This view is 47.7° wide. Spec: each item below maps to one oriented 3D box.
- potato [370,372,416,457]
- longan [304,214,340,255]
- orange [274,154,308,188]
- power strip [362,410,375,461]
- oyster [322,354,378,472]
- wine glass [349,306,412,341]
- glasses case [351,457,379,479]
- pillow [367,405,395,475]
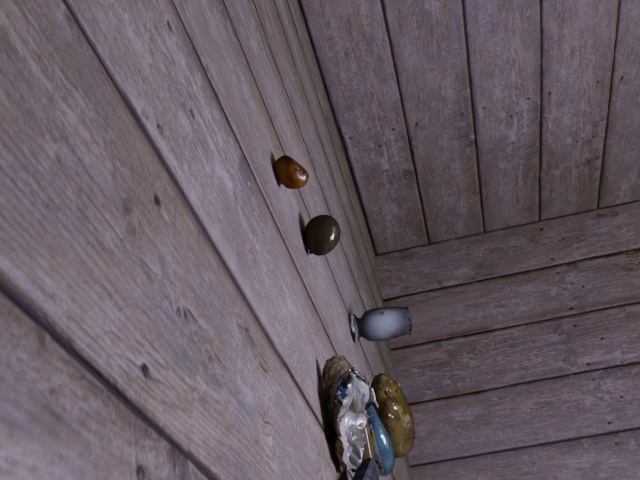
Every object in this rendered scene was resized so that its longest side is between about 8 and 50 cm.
[{"bbox_3d":[0.241,0.595,2.455,0.191,0.141,0.296,-58,133,-83],"label":"potato"},{"bbox_3d":[0.002,-0.011,1.845,0.113,0.092,0.113,-51,-153,38],"label":"longan"},{"bbox_3d":[-0.067,-0.150,1.640,0.086,0.062,0.086,38,-4,3],"label":"orange"},{"bbox_3d":[0.123,0.568,1.981,0.064,0.044,0.305,37,41,-77],"label":"power strip"},{"bbox_3d":[0.057,0.399,1.643,0.214,0.083,0.222,60,35,-41],"label":"oyster"},{"bbox_3d":[0.200,0.278,2.411,0.111,0.205,0.111,-8,90,-80],"label":"wine glass"},{"bbox_3d":[0.087,0.559,1.577,0.299,0.060,0.114,31,75,-80],"label":"glasses case"},{"bbox_3d":[0.163,0.578,2.122,0.233,0.086,0.214,66,9,-64],"label":"pillow"}]
